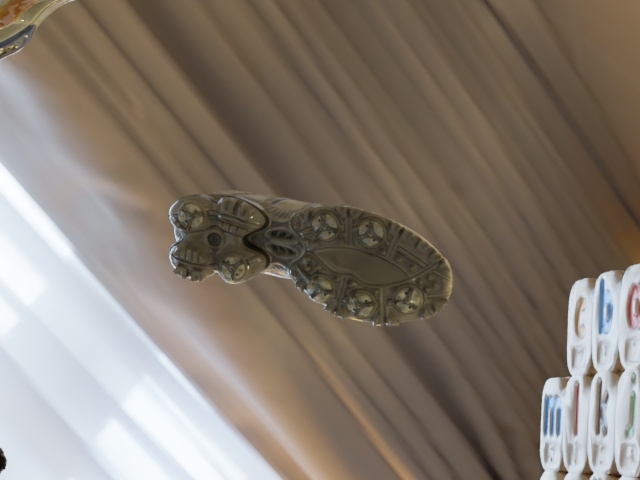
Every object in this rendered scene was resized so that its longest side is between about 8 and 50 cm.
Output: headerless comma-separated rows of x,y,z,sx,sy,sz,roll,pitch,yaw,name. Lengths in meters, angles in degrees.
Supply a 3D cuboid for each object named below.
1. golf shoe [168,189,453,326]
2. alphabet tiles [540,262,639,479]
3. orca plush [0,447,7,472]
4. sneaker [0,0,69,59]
0.000,0.000,1.073,0.176,0.069,0.086,15,-164,14,golf shoe
0.199,0.160,1.213,0.284,0.021,0.278,146,-53,-79,alphabet tiles
-0.308,0.172,1.248,0.151,0.102,0.287,-13,-147,3,orca plush
-0.136,-0.186,0.932,0.296,0.131,0.112,-20,173,3,sneaker
